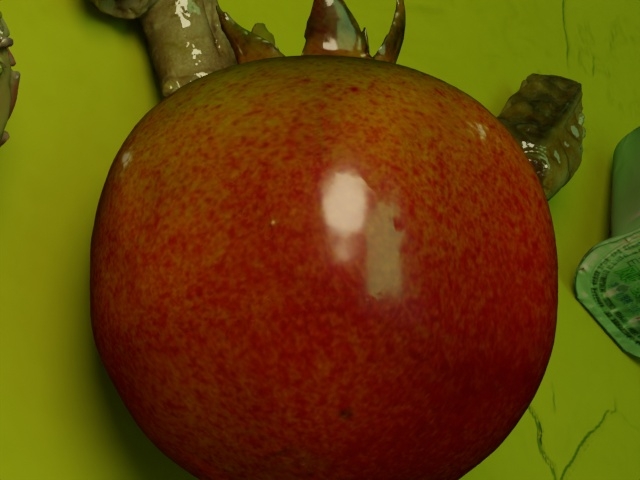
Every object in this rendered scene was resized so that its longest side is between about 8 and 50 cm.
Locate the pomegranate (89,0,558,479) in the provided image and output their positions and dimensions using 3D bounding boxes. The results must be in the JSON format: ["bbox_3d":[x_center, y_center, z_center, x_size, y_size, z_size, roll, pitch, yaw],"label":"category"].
[{"bbox_3d":[0.000,0.000,0.648,0.221,0.221,0.256,17,70,-44],"label":"pomegranate"}]

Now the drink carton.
[{"bbox_3d":[0.273,-0.010,1.025,0.146,0.144,0.142,44,38,-30],"label":"drink carton"}]

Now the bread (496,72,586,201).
[{"bbox_3d":[0.150,-0.067,0.956,0.066,0.060,0.110,45,45,-8],"label":"bread"}]

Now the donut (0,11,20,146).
[{"bbox_3d":[-0.197,-0.076,0.562,0.174,0.068,0.174,18,64,-43],"label":"donut"}]

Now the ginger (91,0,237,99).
[{"bbox_3d":[-0.108,-0.180,0.705,0.089,0.075,0.288,-37,109,-43],"label":"ginger"}]
